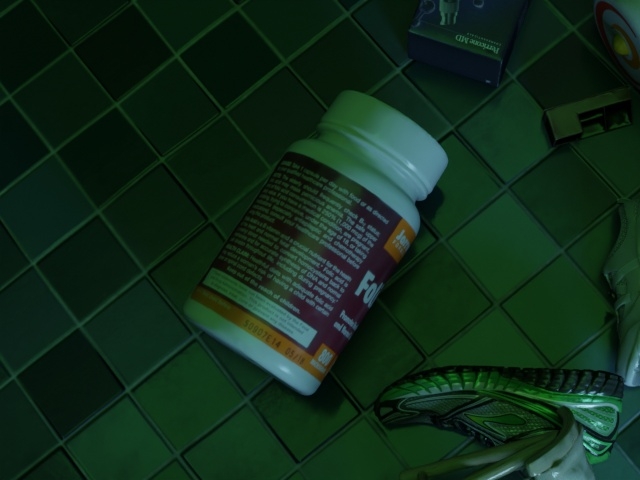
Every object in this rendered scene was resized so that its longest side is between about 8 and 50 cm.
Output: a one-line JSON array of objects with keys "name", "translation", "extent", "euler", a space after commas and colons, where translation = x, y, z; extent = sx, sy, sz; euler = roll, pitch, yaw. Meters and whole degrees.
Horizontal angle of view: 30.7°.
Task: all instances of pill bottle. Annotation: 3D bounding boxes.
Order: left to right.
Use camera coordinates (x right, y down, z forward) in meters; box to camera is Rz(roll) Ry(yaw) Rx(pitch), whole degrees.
[{"name": "pill bottle", "translation": [0.000, 0.000, 1.650], "extent": [0.224, 0.224, 0.392], "euler": [32, 82, 12]}]

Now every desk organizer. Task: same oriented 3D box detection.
[{"name": "desk organizer", "translation": [0.402, -0.185, 1.743], "extent": [0.130, 0.047, 0.050], "euler": [-16, 78, 2]}]

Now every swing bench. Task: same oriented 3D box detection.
[{"name": "swing bench", "translation": [0.262, 0.390, 1.504], "extent": [0.254, 0.165, 0.253], "euler": [-23, 97, 9]}]

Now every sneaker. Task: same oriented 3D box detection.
[{"name": "sneaker", "translation": [0.243, 0.246, 1.614], "extent": [0.343, 0.134, 0.146], "euler": [2, 84, 10]}, {"name": "sneaker", "translation": [0.456, 0.068, 1.669], "extent": [0.115, 0.105, 0.281], "euler": [6, 79, 41]}]

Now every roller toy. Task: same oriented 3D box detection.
[{"name": "roller toy", "translation": [0.489, -0.312, 1.687], "extent": [0.146, 0.191, 0.209], "euler": [-30, 43, 0]}]

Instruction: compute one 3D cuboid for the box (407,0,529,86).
[{"name": "box", "translation": [0.236, -0.361, 1.770], "extent": [0.153, 0.108, 0.207], "euler": [19, 79, 9]}]
